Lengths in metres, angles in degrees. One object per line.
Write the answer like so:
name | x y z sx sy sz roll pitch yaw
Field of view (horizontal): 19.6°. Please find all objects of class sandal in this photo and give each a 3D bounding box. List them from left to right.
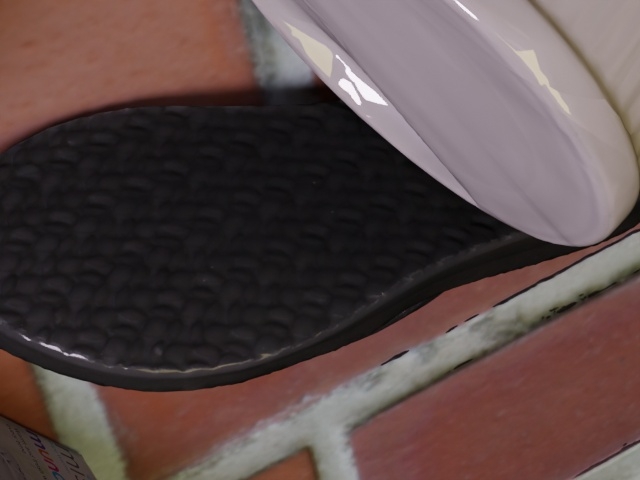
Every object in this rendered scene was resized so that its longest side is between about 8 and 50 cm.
sandal | 0.002 0.002 1.041 0.445 0.167 0.107 -12 148 -26

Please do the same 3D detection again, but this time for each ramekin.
ramekin | 0.074 -0.132 0.907 0.127 0.273 0.273 -48 138 -10

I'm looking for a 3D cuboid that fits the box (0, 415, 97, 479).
box | -0.267 0.214 1.046 0.262 0.127 0.231 -48 137 8
